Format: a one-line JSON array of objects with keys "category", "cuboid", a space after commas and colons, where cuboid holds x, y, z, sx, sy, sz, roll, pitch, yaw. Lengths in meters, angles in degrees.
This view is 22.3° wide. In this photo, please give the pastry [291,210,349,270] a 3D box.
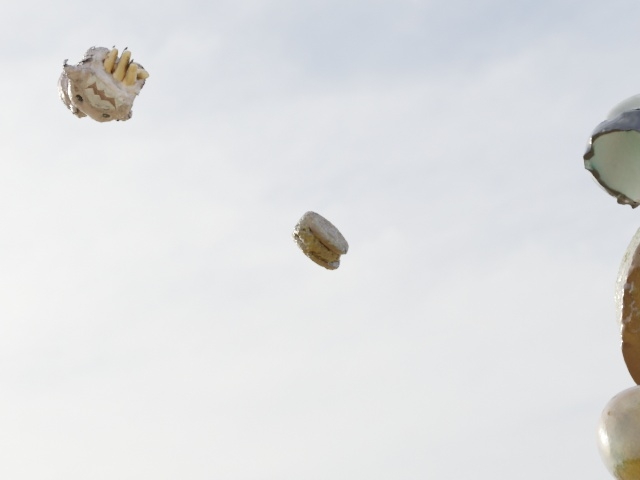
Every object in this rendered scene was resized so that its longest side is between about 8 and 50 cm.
[{"category": "pastry", "cuboid": [0.000, 0.000, 2.640, 0.109, 0.097, 0.057, 27, -72, -38]}]

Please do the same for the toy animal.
[{"category": "toy animal", "cuboid": [0.484, -0.132, 2.386, 0.138, 0.166, 0.179, -47, 0, 40]}]

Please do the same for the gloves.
[{"category": "gloves", "cuboid": [-0.289, -0.200, 2.123, 0.110, 0.094, 0.144, 20, -12, -10]}]

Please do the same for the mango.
[{"category": "mango", "cuboid": [0.295, 0.174, 1.336, 0.111, 0.089, 0.163, -4, 16, -17]}]

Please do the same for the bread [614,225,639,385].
[{"category": "bread", "cuboid": [0.452, 0.069, 1.768, 0.270, 0.270, 0.148, -14, 12, 8]}]
